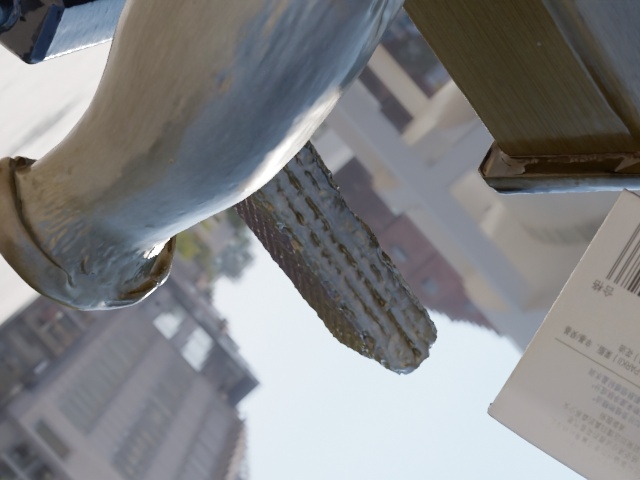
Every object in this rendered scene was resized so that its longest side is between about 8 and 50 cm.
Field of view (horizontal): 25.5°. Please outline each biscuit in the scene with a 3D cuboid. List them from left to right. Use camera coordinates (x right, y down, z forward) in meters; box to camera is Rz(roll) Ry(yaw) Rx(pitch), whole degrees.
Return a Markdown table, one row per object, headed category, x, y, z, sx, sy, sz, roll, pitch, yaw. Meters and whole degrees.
| category | x | y | z | sx | sy | sz | roll | pitch | yaw |
| --- | --- | --- | --- | --- | --- | --- | --- | --- | --- |
| biscuit | 0.000 | 0.000 | 1.069 | 0.062 | 0.239 | 0.108 | -43 | -149 | -11 |

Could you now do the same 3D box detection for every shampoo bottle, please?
| category | x | y | z | sx | sy | sz | roll | pitch | yaw |
| --- | --- | --- | --- | --- | --- | --- | --- | --- | --- |
| shampoo bottle | -0.186 | -0.186 | 1.033 | 0.071 | 0.098 | 0.309 | -57 | 168 | 30 |

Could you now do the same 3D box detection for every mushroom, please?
| category | x | y | z | sx | sy | sz | roll | pitch | yaw |
| --- | --- | --- | --- | --- | --- | --- | --- | --- | --- |
| mushroom | -0.039 | -0.063 | 0.525 | 0.212 | 0.088 | 0.097 | -52 | -176 | 21 |

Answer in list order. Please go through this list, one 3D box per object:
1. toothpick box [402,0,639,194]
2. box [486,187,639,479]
| category | x | y | z | sx | sy | sz | roll | pitch | yaw |
| --- | --- | --- | --- | --- | --- | --- | --- | --- | --- |
| toothpick box | 0.165 | -0.206 | 1.105 | 0.187 | 0.308 | 0.190 | 3 | -127 | 46 |
| box | 0.297 | 0.120 | 1.042 | 0.203 | 0.274 | 0.116 | -59 | 153 | 0 |
